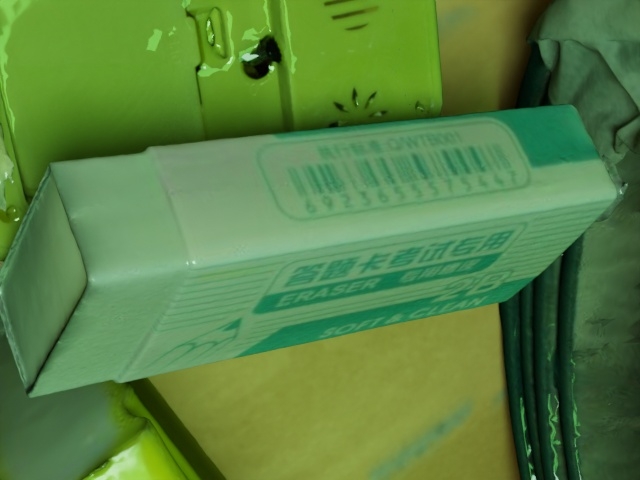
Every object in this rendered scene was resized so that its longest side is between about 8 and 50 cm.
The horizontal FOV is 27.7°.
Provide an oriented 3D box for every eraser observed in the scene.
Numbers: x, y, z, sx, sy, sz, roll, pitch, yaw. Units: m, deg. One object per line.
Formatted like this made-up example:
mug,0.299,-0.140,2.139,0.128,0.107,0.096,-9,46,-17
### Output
eraser,-0.060,0.136,0.562,0.069,0.158,0.226,-37,120,-7
eraser,0.000,0.000,0.491,0.225,0.052,0.095,-10,156,-31

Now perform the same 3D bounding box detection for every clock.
clock,-0.061,-0.085,0.509,0.202,0.096,0.143,-15,113,-17

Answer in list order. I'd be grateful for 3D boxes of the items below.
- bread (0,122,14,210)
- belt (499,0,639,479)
bread,-0.183,0.027,0.374,0.181,0.039,0.251,5,90,-39
belt,0.205,0.063,0.559,0.173,0.300,0.437,-9,111,-21
